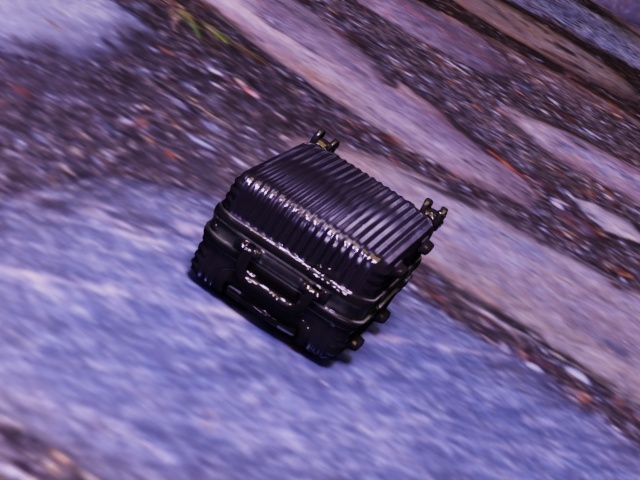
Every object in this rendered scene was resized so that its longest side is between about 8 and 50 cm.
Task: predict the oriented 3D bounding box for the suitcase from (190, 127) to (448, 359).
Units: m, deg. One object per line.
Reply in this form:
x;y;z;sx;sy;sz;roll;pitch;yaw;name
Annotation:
0.000;0.000;0.815;0.086;0.059;0.126;32;17;7;suitcase
